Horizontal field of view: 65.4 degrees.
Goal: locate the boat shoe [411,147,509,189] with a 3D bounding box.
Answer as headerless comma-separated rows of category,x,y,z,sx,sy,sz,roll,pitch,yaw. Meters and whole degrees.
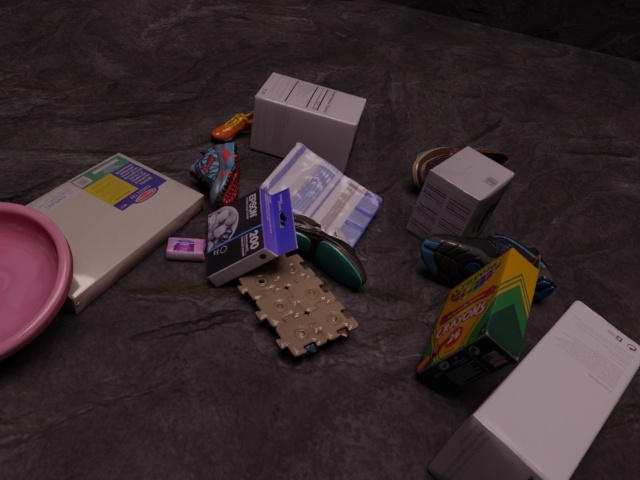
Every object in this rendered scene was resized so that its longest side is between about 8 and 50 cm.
boat shoe,0.423,-0.220,1.477,0.342,0.123,0.123,-10,9,-32

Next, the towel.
towel,0.007,-0.116,1.280,0.285,0.034,0.209,35,55,1

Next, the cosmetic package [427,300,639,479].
cosmetic package,0.386,0.299,0.880,0.385,0.217,0.156,-25,56,-37

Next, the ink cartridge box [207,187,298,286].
ink cartridge box,-0.158,-0.023,1.111,0.208,0.045,0.206,-25,44,13

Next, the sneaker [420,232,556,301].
sneaker,0.400,0.047,1.222,0.341,0.125,0.139,18,44,-11

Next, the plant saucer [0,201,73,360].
plant saucer,-0.608,0.085,0.886,0.332,0.084,0.332,2,57,-2

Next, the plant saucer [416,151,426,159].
plant saucer,0.359,-0.238,1.578,0.119,0.021,0.119,8,44,-8

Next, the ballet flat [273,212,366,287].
ballet flat,0.000,0.000,1.158,0.280,0.095,0.096,32,50,8

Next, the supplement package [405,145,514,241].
supplement package,0.360,-0.100,1.299,0.149,0.203,0.194,39,48,24

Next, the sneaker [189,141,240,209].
sneaker,-0.275,-0.158,1.286,0.125,0.104,0.262,-4,37,-2

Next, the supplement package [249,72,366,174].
supplement package,-0.036,-0.344,1.467,0.293,0.177,0.175,17,42,2

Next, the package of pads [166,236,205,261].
package of pads,-0.301,0.020,1.119,0.083,0.032,0.050,4,42,-11

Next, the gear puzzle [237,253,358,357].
gear puzzle,-0.083,0.111,1.081,0.175,0.044,0.339,-20,50,-30

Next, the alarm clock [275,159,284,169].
alarm clock,-0.070,-0.142,1.327,0.129,0.064,0.192,28,49,3

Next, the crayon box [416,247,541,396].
crayon box,0.332,0.147,1.028,0.081,0.202,0.318,41,44,-1

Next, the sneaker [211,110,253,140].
sneaker,-0.257,-0.347,1.494,0.064,0.067,0.175,37,49,21

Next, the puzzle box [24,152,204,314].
puzzle box,-0.491,-0.041,1.117,0.272,0.052,0.409,26,44,13
